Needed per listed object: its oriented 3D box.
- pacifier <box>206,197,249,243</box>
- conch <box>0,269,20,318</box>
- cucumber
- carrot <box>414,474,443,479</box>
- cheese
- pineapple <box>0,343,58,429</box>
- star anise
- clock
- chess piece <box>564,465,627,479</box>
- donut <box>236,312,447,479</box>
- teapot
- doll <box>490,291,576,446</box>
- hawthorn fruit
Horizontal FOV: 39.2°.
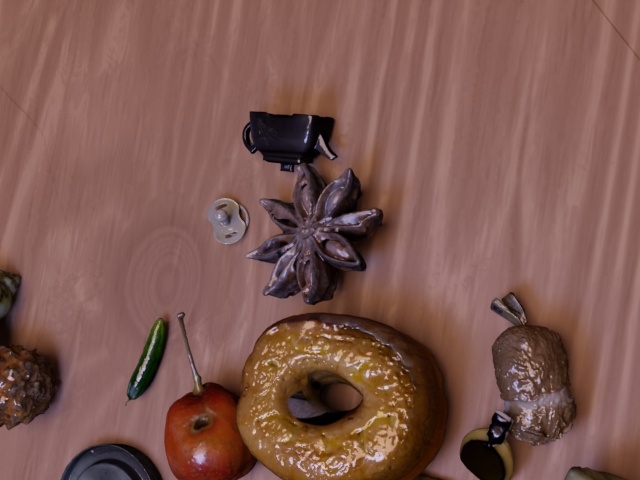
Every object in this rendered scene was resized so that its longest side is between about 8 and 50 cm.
[{"bbox_3d":[-0.159,-0.038,1.528,0.068,0.064,0.083,-20,76,3],"label":"pacifier"},{"bbox_3d":[-0.656,0.134,1.705,0.181,0.124,0.187,-30,93,10],"label":"conch"},{"bbox_3d":[-0.303,0.215,1.578,0.039,0.039,0.168,21,91,25],"label":"cucumber"},{"bbox_3d":[0.181,0.376,1.345,0.165,0.036,0.035,10,88,23],"label":"carrot"},{"bbox_3d":[0.242,0.288,1.270,0.086,0.162,0.036,38,59,26],"label":"cheese"},{"bbox_3d":[-0.586,0.264,1.633,0.193,0.166,0.166,4,86,21],"label":"pineapple"},{"bbox_3d":[0.001,0.000,1.430,0.236,0.109,0.223,9,75,41],"label":"star anise"},{"bbox_3d":[-0.367,0.464,1.577,0.215,0.042,0.215,-3,83,24],"label":"clock"},{"bbox_3d":[0.322,0.528,1.168,0.234,0.234,0.442,24,91,25],"label":"chess piece"},{"bbox_3d":[0.025,0.244,1.356,0.317,0.150,0.299,-26,64,15],"label":"donut"},{"bbox_3d":[-0.051,-0.161,1.485,0.177,0.087,0.096,8,97,25],"label":"teapot"},{"bbox_3d":[0.300,0.179,1.278,0.105,0.115,0.221,-10,71,18],"label":"doll"},{"bbox_3d":[-0.198,0.258,1.450,0.165,0.165,0.285,-20,87,21],"label":"hawthorn fruit"}]
